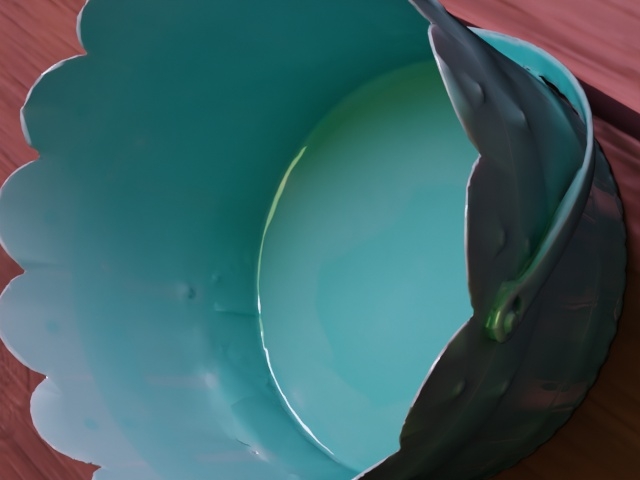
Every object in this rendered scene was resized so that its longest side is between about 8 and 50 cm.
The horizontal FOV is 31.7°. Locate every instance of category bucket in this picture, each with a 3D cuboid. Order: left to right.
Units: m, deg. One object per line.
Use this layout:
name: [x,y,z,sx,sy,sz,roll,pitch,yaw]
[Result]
bucket: [0.000,0.000,0.540,0.281,0.183,0.281,-7,78,37]
